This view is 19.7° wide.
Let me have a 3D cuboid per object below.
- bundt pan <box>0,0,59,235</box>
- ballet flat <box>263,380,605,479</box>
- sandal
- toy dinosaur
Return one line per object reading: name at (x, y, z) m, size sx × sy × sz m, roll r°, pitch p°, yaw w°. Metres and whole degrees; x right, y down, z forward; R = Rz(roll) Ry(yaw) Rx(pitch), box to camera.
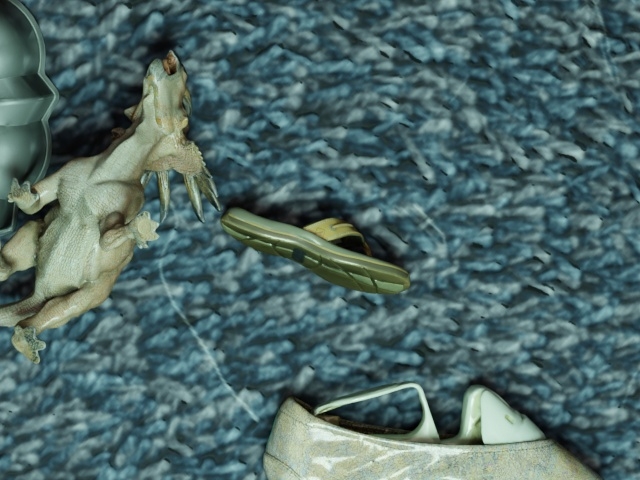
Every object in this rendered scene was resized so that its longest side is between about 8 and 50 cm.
bundt pan at (-0.390, -0.111, 1.558) m, size 0.330 × 0.124 × 0.331 m, roll -1°, pitch 97°, yaw -5°
ballet flat at (0.108, 0.181, 1.654) m, size 0.316 × 0.107 × 0.106 m, roll 3°, pitch 89°, yaw -8°
sandal at (0.000, 0.000, 1.645) m, size 0.180 × 0.072 × 0.049 m, roll 22°, pitch 72°, yaw -4°
toy dinosaur at (-0.193, -0.007, 1.588) m, size 0.127 × 0.200 × 0.296 m, roll 43°, pitch 112°, yaw 6°
